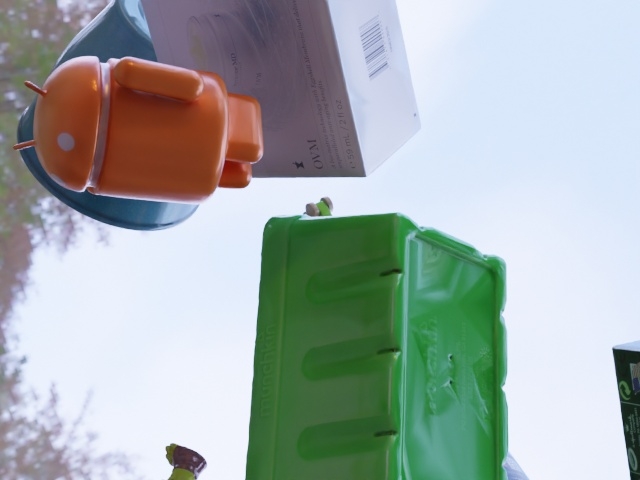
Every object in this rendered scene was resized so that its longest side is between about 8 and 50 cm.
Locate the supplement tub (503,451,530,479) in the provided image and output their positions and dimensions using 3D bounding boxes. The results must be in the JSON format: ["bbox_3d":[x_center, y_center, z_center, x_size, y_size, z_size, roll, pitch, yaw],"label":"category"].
[{"bbox_3d":[0.227,0.411,1.656,0.316,0.194,0.193,55,-47,51],"label":"supplement tub"}]

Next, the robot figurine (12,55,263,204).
[{"bbox_3d":[-0.165,-0.099,1.177,0.158,0.219,0.128,-161,-102,-72],"label":"robot figurine"}]

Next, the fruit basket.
[{"bbox_3d":[0.024,0.179,1.371,0.392,0.283,0.392,-28,-129,42],"label":"fruit basket"}]

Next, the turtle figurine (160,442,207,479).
[{"bbox_3d":[-0.201,0.343,1.511,0.087,0.217,0.269,-9,-59,34],"label":"turtle figurine"}]

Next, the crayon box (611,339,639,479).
[{"bbox_3d":[0.498,0.193,1.473,0.081,0.319,0.202,178,-96,-69],"label":"crayon box"}]

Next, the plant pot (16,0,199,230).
[{"bbox_3d":[-0.232,-0.196,1.707,0.271,0.272,0.255,46,-53,17],"label":"plant pot"}]

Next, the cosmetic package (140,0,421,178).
[{"bbox_3d":[-0.042,-0.190,1.333,0.225,0.138,0.224,1,-63,33],"label":"cosmetic package"}]

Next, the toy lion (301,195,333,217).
[{"bbox_3d":[0.000,0.000,1.723,0.096,0.034,0.100,64,-28,6],"label":"toy lion"}]
